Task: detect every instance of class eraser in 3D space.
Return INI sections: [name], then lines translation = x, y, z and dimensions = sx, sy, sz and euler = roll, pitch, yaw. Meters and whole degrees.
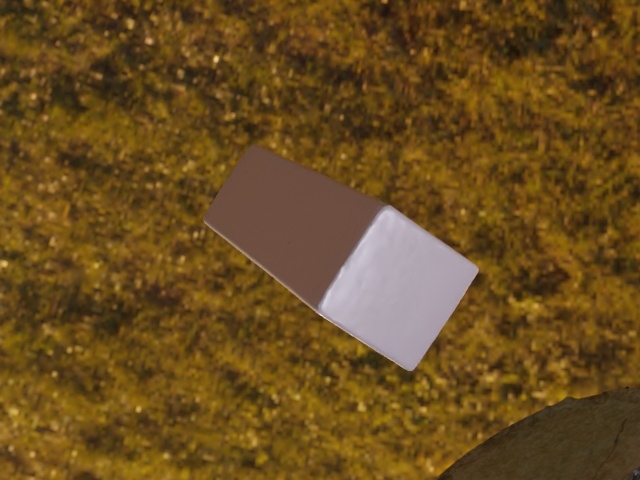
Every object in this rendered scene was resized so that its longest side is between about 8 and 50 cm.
[eraser]
translation = 0.000, 0.001, 0.842
dimensions = 0.078, 0.076, 0.298
euler = 34, 179, -21

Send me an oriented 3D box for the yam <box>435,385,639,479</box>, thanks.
[yam]
translation = 0.236, 0.278, 0.847
dimensions = 0.241, 0.241, 0.348
euler = -28, 104, 41
